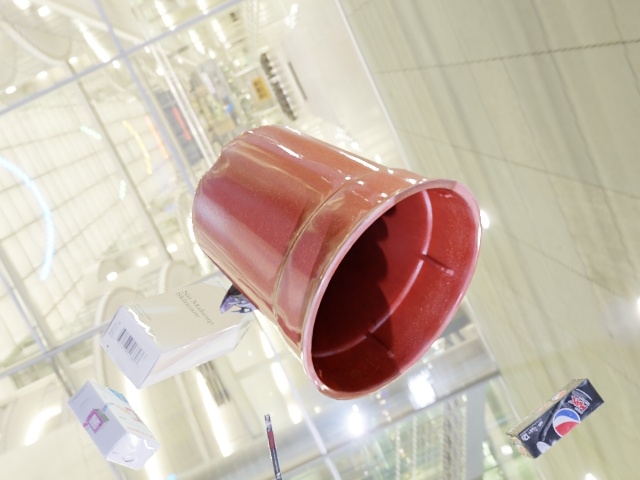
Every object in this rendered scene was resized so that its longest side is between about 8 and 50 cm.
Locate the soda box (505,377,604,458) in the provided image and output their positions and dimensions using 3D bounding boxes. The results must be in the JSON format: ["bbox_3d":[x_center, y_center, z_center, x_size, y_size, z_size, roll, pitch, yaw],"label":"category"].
[{"bbox_3d":[0.414,0.313,1.333,0.053,0.169,0.060,55,167,5],"label":"soda box"}]

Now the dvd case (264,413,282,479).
[{"bbox_3d":[-0.084,0.376,1.342,0.087,0.013,0.119,95,162,-64],"label":"dvd case"}]

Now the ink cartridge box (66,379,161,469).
[{"bbox_3d":[-0.304,0.272,1.112,0.122,0.052,0.088,40,176,35],"label":"ink cartridge box"}]

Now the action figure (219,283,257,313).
[{"bbox_3d":[-0.039,0.099,1.342,0.099,0.285,0.185,-45,-41,-51],"label":"action figure"}]

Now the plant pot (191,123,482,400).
[{"bbox_3d":[0.000,0.000,0.894,0.265,0.272,0.272,34,161,37],"label":"plant pot"}]

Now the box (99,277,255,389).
[{"bbox_3d":[-0.302,0.194,1.640,0.148,0.121,0.311,44,-152,17],"label":"box"}]
